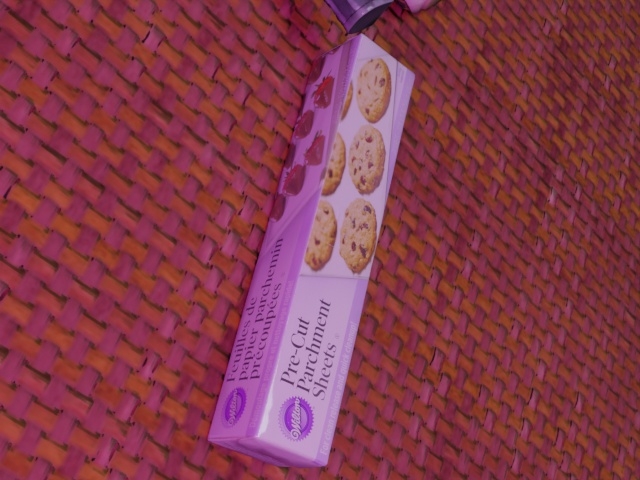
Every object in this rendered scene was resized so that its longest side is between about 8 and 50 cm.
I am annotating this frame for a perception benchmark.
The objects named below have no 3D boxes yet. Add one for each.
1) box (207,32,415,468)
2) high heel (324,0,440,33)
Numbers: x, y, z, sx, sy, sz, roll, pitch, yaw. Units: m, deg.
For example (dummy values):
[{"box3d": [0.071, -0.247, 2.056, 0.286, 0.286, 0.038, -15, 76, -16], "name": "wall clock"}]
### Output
[{"box3d": [0.000, 0.000, 0.677, 0.067, 0.063, 0.324, 30, 62, -30], "name": "box"}, {"box3d": [0.042, -0.282, 0.778, 0.186, 0.093, 0.261, 53, 41, 3], "name": "high heel"}]
